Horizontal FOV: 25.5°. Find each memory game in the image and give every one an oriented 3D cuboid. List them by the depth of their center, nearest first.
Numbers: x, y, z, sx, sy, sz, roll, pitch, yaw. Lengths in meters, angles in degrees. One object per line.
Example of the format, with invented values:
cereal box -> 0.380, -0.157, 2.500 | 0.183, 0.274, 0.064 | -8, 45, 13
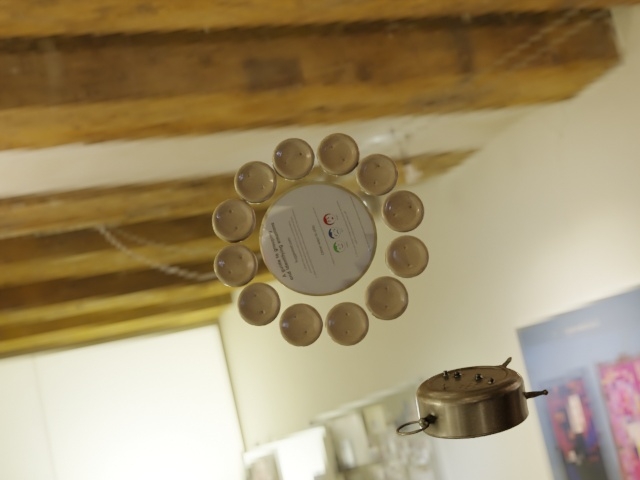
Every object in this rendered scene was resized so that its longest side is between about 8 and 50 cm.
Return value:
memory game -> 0.000, 0.000, 1.181 | 0.186, 0.186, 0.012 | -13, -12, -2

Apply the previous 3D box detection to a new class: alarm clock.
alarm clock -> 0.163, 0.192, 1.657 | 0.192, 0.064, 0.129 | -20, 14, -36
